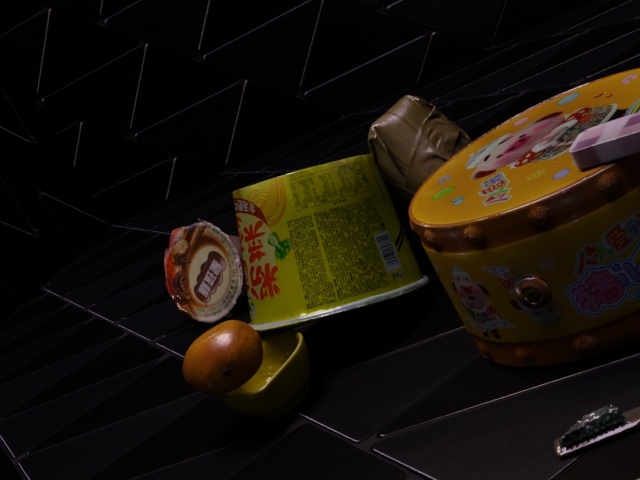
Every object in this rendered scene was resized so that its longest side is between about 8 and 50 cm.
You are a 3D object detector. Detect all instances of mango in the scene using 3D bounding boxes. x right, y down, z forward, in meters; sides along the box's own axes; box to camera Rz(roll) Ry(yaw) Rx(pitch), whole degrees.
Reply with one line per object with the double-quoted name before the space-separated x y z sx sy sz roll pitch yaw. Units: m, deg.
"mango" -0.147 0.170 1.702 0.165 0.089 0.115 -24 21 47

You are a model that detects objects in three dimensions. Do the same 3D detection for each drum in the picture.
"drum" 0.336 -0.037 1.515 0.431 0.214 0.431 -27 14 7

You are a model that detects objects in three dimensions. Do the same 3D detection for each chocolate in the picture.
"chocolate" -0.204 0.057 2.391 0.221 0.221 0.147 -22 -6 28

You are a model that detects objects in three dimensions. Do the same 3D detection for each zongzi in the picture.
"zongzi" 0.247 -0.043 1.961 0.160 0.360 0.323 -52 -20 -18

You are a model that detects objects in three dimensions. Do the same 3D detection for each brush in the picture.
"brush" 0.320 0.169 1.195 0.190 0.027 0.034 -24 16 17

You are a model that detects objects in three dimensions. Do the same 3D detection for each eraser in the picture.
"eraser" 0.330 -0.113 1.313 0.105 0.026 0.065 -17 22 37

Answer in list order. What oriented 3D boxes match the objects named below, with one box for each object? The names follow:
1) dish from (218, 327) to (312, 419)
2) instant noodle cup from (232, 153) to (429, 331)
"dish" -0.070 0.205 1.748 0.149 0.080 0.207 -31 15 9
"instant noodle cup" 0.000 0.000 1.875 0.311 0.221 0.311 -14 0 0
